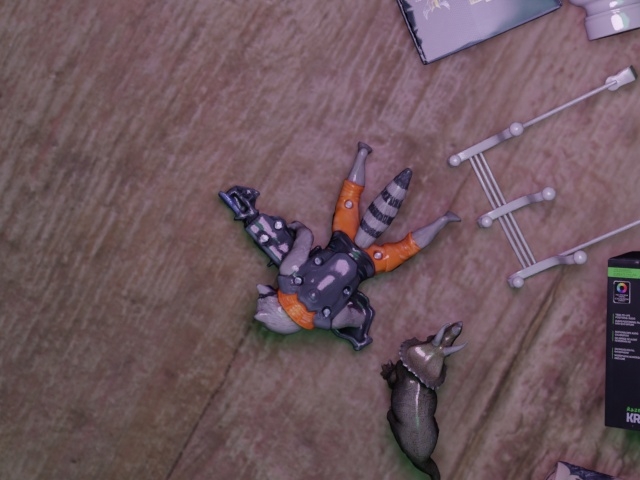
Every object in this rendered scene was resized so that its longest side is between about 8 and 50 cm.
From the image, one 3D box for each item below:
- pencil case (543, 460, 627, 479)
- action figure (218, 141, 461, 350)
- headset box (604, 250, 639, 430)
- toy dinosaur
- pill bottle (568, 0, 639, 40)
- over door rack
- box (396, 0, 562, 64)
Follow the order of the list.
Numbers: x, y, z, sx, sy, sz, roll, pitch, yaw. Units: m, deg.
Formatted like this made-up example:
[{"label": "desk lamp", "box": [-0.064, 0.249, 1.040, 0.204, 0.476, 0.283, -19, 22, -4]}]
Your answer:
[{"label": "pencil case", "box": [0.514, 0.478, 1.857, 0.410, 0.160, 0.183, 17, 82, 2]}, {"label": "action figure", "box": [0.000, 0.000, 1.840, 0.341, 0.178, 0.330, 40, 87, -3]}, {"label": "headset box", "box": [0.567, 0.145, 1.788, 0.246, 0.131, 0.283, 4, 97, 31]}, {"label": "toy dinosaur", "box": [0.146, 0.266, 1.860, 0.121, 0.160, 0.313, 9, 95, 3]}, {"label": "pill bottle", "box": [0.424, -0.432, 1.781, 0.136, 0.136, 0.245, -14, 95, 5]}, {"label": "over door rack", "box": [0.388, -0.096, 1.825, 0.324, 0.108, 0.239, -26, 94, 10]}, {"label": "box", "box": [0.232, -0.399, 1.836, 0.233, 0.059, 0.183, -22, 95, 6]}]
